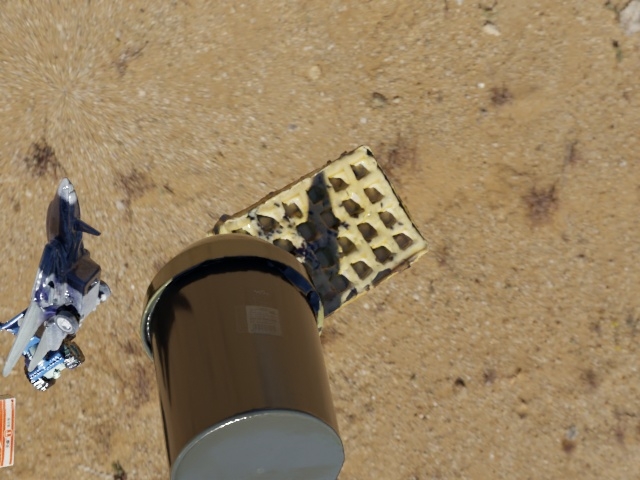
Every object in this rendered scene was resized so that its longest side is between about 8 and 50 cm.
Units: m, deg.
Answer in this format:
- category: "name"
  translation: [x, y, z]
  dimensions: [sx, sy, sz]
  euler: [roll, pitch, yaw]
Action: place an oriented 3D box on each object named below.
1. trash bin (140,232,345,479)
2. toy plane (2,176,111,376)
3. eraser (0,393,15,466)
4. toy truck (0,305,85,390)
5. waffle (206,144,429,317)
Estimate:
- category: "trash bin"
  translation: [-0.091, 0.130, 0.935]
  dimensions: [0.214, 0.333, 0.214]
  euler: [-8, 129, -10]
- category: "toy plane"
  translation: [-0.301, 0.034, 1.002]
  dimensions: [0.088, 0.212, 0.267]
  euler: [30, 131, 2]
- category: "eraser"
  translation: [-0.766, 0.418, 1.749]
  dimensions: [0.230, 0.038, 0.157]
  euler: [-3, 103, -39]
- category: "toy truck"
  translation: [-0.597, 0.204, 1.759]
  dimensions: [0.113, 0.208, 0.126]
  euler: [-37, 138, 0]
- category: "waffle"
  translation: [0.000, 0.000, 1.542]
  dimensions: [0.376, 0.114, 0.260]
  euler: [-29, 92, -32]
